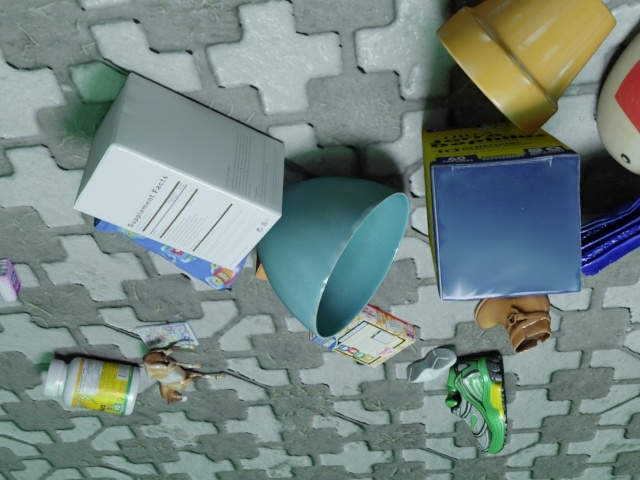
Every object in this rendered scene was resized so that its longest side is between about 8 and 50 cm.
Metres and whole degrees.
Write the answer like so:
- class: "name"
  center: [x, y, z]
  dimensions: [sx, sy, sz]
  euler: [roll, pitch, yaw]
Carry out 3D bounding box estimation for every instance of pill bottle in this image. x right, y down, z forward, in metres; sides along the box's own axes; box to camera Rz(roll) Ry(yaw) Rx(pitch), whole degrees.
- class: "pill bottle"
  center: [-0.543, 0.343, 1.906]
  dimensions: [0.208, 0.118, 0.118]
  euler: [13, 138, -14]

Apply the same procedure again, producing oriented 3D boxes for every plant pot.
- class: "plant pot"
  center: [0.301, -0.285, 1.131]
  dimensions: [0.188, 0.205, 0.205]
  euler: [-42, 125, 20]
- class: "plant pot"
  center: [0.000, 0.000, 1.424]
  dimensions: [0.195, 0.290, 0.290]
  euler: [31, 144, 21]

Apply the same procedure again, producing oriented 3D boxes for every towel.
- class: "towel"
  center: [0.522, -0.007, 1.394]
  dimensions: [0.227, 0.076, 0.308]
  euler: [-29, 167, 19]

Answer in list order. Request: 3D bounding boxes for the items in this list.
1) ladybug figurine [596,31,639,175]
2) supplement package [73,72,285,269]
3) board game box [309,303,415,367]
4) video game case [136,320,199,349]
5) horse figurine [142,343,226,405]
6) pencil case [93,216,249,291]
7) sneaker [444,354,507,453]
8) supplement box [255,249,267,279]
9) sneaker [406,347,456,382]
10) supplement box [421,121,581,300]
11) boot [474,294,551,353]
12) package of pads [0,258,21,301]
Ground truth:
- class: "ladybug figurine"
  center: [0.619, -0.239, 1.191]
  dimensions: [0.305, 0.162, 0.449]
  euler: [20, 135, -21]
- class: "supplement package"
  center: [-0.229, -0.109, 1.336]
  dimensions: [0.292, 0.178, 0.175]
  euler: [24, 134, -24]
- class: "board game box"
  center: [0.094, 0.209, 1.802]
  dimensions: [0.193, 0.045, 0.146]
  euler: [28, 132, -28]
- class: "video game case"
  center: [-0.351, 0.220, 1.843]
  dimensions: [0.121, 0.011, 0.087]
  euler: [-7, 138, 9]
- class: "horse figurine"
  center: [-0.345, 0.310, 1.900]
  dimensions: [0.174, 0.066, 0.263]
  euler: [-10, 147, 16]
- class: "pencil case"
  center: [-0.276, -0.017, 1.488]
  dimensions: [0.306, 0.119, 0.133]
  euler: [30, 133, -29]
- class: "sneaker"
  center: [0.387, 0.403, 1.980]
  dimensions: [0.146, 0.134, 0.344]
  euler: [-3, 131, 15]
- class: "supplement box"
  center: [-0.009, 0.051, 1.596]
  dimensions: [0.233, 0.078, 0.080]
  euler: [15, 134, -17]
- class: "sneaker"
  center: [0.274, 0.298, 1.905]
  dimensions: [0.061, 0.054, 0.152]
  euler: [17, 143, -32]
- class: "supplement box"
  center: [0.261, -0.061, 1.222]
  dimensions: [0.194, 0.356, 0.195]
  euler: [-4, 104, 6]
- class: "boot"
  center: [0.399, 0.174, 1.676]
  dimensions: [0.072, 0.152, 0.197]
  euler: [21, 135, -22]
- class: "package of pads"
  center: [-0.649, 0.083, 1.658]
  dimensions: [0.031, 0.050, 0.083]
  euler: [1, 139, 0]
